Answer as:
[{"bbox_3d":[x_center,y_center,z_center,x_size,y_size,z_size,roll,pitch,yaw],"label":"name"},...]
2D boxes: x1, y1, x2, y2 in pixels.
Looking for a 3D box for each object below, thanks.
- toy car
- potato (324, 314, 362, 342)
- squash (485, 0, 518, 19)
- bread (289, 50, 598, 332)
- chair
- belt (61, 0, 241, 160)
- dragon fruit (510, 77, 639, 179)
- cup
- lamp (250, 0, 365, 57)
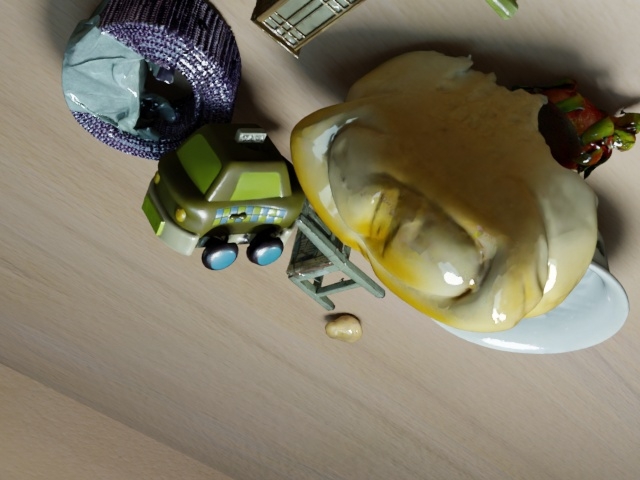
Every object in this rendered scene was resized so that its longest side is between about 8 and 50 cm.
[{"bbox_3d":[-0.131,-0.091,1.265,0.247,0.204,0.198,-4,137,-39],"label":"toy car"},{"bbox_3d":[0.053,0.203,1.863,0.083,0.062,0.068,-11,115,-1],"label":"potato"},{"bbox_3d":[0.217,-0.317,1.039,0.083,0.027,0.027,34,142,-29],"label":"squash"},{"bbox_3d":[0.169,-0.068,1.129,0.424,0.245,0.329,45,127,22],"label":"bread"},{"bbox_3d":[0.000,0.000,1.504,0.147,0.136,0.270,-16,138,36],"label":"chair"},{"bbox_3d":[-0.255,-0.244,1.250,0.260,0.122,0.325,15,149,-11],"label":"belt"},{"bbox_3d":[0.359,-0.157,1.157,0.174,0.142,0.138,-5,-174,-10],"label":"dragon fruit"},{"bbox_3d":[0.348,0.044,1.410,0.347,0.163,0.347,10,148,6],"label":"cup"},{"bbox_3d":[0.049,-0.346,1.004,0.090,0.089,0.325,34,143,-27],"label":"lamp"}]
